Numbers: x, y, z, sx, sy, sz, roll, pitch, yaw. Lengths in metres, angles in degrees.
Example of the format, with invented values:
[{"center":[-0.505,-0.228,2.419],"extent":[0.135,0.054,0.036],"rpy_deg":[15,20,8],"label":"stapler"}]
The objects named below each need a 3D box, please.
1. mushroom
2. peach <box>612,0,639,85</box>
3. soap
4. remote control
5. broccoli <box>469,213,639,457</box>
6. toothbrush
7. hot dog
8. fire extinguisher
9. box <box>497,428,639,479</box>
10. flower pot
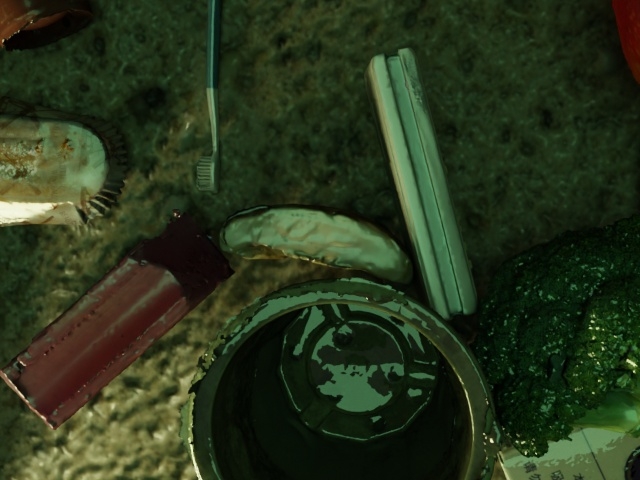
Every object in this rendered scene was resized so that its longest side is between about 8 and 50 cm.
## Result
[{"center":[-0.001,-0.002,0.917],"extent":[0.209,0.094,0.072],"rpy_deg":[11,91,2],"label":"mushroom"},{"center":[0.439,-0.241,0.729],"extent":[0.387,0.388,0.389],"rpy_deg":[0,96,4],"label":"peach"},{"center":[-0.213,0.077,0.908],"extent":[0.250,0.162,0.099],"rpy_deg":[-42,92,8],"label":"soap"},{"center":[0.106,-0.059,0.899],"extent":[0.055,0.103,0.277],"rpy_deg":[-14,95,-1],"label":"remote control"},{"center":[0.277,0.113,0.817],"extent":[0.270,0.270,0.270],"rpy_deg":[41,98,12],"label":"broccoli"},{"center":[-0.123,-0.191,0.946],"extent":[0.025,0.019,0.276],"rpy_deg":[4,97,12],"label":"toothbrush"},{"center":[-0.351,-0.088,0.948],"extent":[0.267,0.075,0.144],"rpy_deg":[9,101,0],"label":"hot dog"},{"center":[-0.374,-0.371,0.912],"extent":[0.147,0.106,0.337],"rpy_deg":[-22,93,31],"label":"fire extinguisher"},{"center":[0.342,0.250,0.930],"extent":[0.259,0.071,0.168],"rpy_deg":[-26,93,8],"label":"box"},{"center":[0.024,0.159,0.852],"extent":[0.290,0.259,0.291],"rpy_deg":[1,97,5],"label":"flower pot"}]
